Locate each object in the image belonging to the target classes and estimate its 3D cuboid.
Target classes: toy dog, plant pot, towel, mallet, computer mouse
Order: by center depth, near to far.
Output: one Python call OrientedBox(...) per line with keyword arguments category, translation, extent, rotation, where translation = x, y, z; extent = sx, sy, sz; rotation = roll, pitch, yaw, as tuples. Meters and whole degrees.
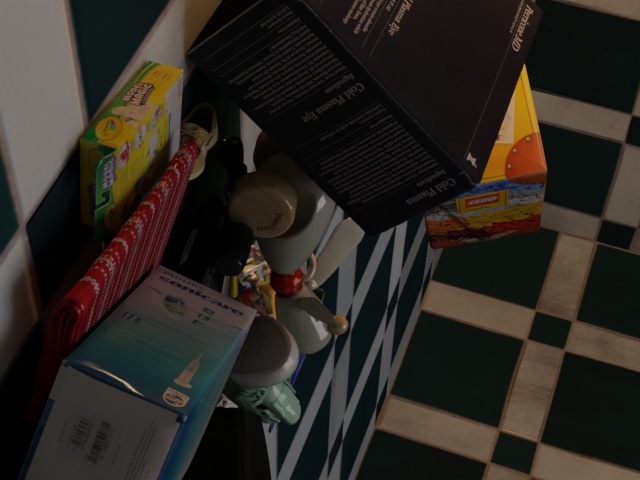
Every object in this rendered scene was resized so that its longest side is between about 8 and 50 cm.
OrientedBox(category="towel", translation=(-0.205, 0.041, 1.276), extent=(0.199, 0.031, 0.275), rotation=(-64, 178, 42))
OrientedBox(category="mallet", translation=(-0.108, 0.066, 1.567), extent=(0.062, 0.039, 0.190), rotation=(-73, 172, -50))
OrientedBox(category="computer mouse", translation=(-0.140, 0.011, 1.612), extent=(0.184, 0.060, 0.262), rotation=(74, 26, -72))
OrientedBox(category="plant pot", translation=(-0.157, 0.294, 1.638), extent=(0.187, 0.188, 0.167), rotation=(55, 39, -75))
OrientedBox(category="toy dog", translation=(0.000, 0.000, 1.644), extent=(0.334, 0.161, 0.220), rotation=(65, 30, -57))

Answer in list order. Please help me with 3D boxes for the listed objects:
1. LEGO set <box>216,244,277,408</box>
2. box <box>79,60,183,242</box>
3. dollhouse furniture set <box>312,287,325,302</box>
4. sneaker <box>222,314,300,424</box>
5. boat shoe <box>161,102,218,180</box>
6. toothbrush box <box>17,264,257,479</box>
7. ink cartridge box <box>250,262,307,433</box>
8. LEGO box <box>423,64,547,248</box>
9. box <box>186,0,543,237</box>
OrientedBox(category="LEGO set", translation=(-0.109, 0.119, 1.884), extent=(0.132, 0.107, 0.287), rotation=(-14, 132, -36))
OrientedBox(category="box", translation=(-0.188, -0.086, 1.262), extent=(0.179, 0.043, 0.105), rotation=(-64, 166, -50))
OrientedBox(category="dollhouse furniture set", translation=(-0.027, 0.123, 2.260), extent=(0.152, 0.058, 0.076), rotation=(97, 13, -63))
OrientedBox(category="sneaker", translation=(-0.059, 0.177, 1.676), extent=(0.094, 0.151, 0.256), rotation=(-58, -159, -19))
OrientedBox(category="boat shoe", translation=(-0.146, -0.110, 1.430), extent=(0.135, 0.050, 0.045), rotation=(-75, 172, -58))
OrientedBox(category="toothbrush box", translation=(-0.184, 0.179, 1.282), extent=(0.295, 0.126, 0.216), rotation=(-56, 170, -70))
OrientedBox(category="ink cartridge box", translation=(-0.076, 0.163, 2.109), extent=(0.311, 0.065, 0.186), rotation=(87, 22, -53))
OrientedBox(category="LEGO box", translation=(0.218, -0.276, 2.086), extent=(0.372, 0.193, 0.500), rotation=(61, 19, -75))
OrientedBox(category="box", translation=(0.065, -0.241, 1.507), extent=(0.179, 0.312, 0.343), rotation=(-27, -153, 43))
